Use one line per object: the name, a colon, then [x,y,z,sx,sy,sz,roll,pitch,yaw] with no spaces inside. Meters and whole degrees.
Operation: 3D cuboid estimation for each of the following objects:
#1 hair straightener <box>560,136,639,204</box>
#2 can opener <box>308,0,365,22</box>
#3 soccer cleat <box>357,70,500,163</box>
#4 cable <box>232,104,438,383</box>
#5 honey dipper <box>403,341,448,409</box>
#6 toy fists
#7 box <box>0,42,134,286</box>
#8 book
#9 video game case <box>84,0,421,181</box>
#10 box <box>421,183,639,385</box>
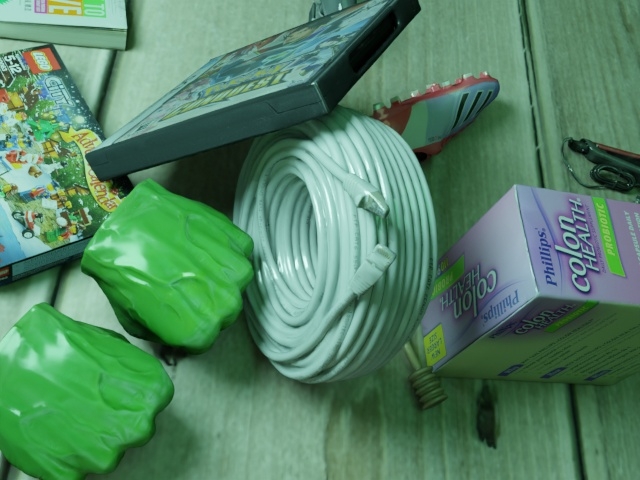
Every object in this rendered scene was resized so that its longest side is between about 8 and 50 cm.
hair straightener: [0.438,-0.091,1.032,0.230,0.047,0.089,18,56,-11]
can opener: [0.034,-0.380,1.010,0.076,0.095,0.284,12,58,-16]
soccer cleat: [0.142,-0.149,0.943,0.248,0.083,0.095,-24,102,-36]
cable: [0.000,0.000,0.683,0.089,0.257,0.257,-2,46,-29]
honey dipper: [0.085,0.103,0.796,0.030,0.030,0.161,-15,65,-28]
toy fists: [-0.167,0.082,0.654,0.142,0.096,0.279,33,63,4]
box: [-0.297,-0.083,0.740,0.159,0.044,0.233,-23,72,-31]
book: [-0.302,-0.272,0.858,0.144,0.035,0.096,-1,58,-20]
video game case: [-0.063,-0.157,0.730,0.035,0.274,0.248,63,37,-23]
box: [0.259,0.059,0.775,0.242,0.213,0.117,6,60,-18]
